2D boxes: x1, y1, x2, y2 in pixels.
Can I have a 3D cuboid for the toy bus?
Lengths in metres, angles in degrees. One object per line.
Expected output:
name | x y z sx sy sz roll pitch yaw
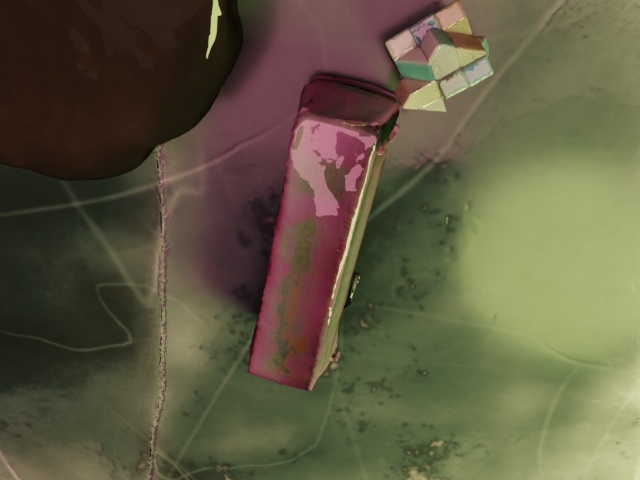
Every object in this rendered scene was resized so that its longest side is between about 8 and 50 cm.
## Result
toy bus | -0.001 0.000 0.446 0.090 0.112 0.274 15 115 5

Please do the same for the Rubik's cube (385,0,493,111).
Rubik's cube | 0.093 -0.139 0.390 0.075 0.084 0.073 -21 109 30

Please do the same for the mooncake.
mooncake | -0.188 -0.189 0.348 0.283 0.141 0.283 2 125 3
